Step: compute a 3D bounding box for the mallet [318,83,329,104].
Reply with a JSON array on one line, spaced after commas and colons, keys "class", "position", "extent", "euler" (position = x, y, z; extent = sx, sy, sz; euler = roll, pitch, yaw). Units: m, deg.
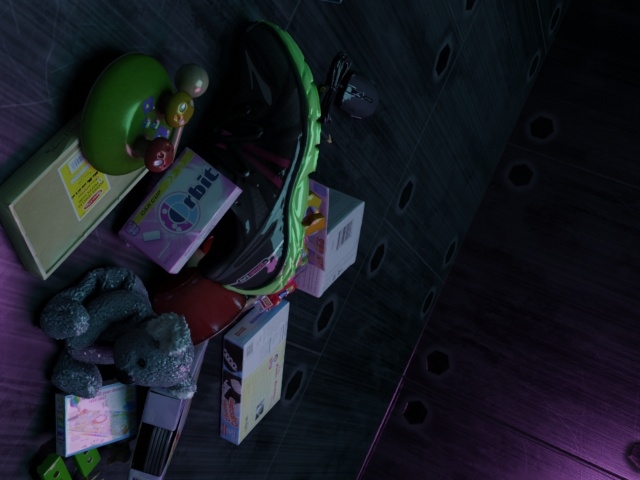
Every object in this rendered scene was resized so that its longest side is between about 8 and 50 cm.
[{"class": "mallet", "position": [-0.034, -0.254, 1.952], "extent": [0.039, 0.062, 0.189], "euler": [78, 25, -57]}]

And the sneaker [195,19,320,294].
[{"class": "sneaker", "position": [-0.123, -0.142, 1.614], "extent": [0.202, 0.185, 0.482], "euler": [2, 94, -26]}]

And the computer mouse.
[{"class": "computer mouse", "position": [0.069, -0.295, 2.109], "extent": [0.184, 0.060, 0.262], "euler": [-67, 158, -3]}]

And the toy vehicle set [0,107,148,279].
[{"class": "toy vehicle set", "position": [-0.349, -0.089, 1.356], "extent": [0.267, 0.035, 0.166], "euler": [-53, 155, -32]}]

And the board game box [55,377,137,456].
[{"class": "board game box", "position": [-0.376, 0.295, 1.580], "extent": [0.154, 0.026, 0.103], "euler": [-7, 100, -53]}]

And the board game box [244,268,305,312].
[{"class": "board game box", "position": [-0.094, 0.122, 2.050], "extent": [0.169, 0.033, 0.133], "euler": [-33, 175, -8]}]

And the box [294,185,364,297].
[{"class": "box", "position": [0.000, 0.000, 2.157], "extent": [0.181, 0.119, 0.181], "euler": [-42, 148, -48]}]

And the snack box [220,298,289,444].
[{"class": "snack box", "position": [-0.155, 0.300, 2.171], "extent": [0.187, 0.060, 0.321], "euler": [-42, 148, -46]}]

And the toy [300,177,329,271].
[{"class": "toy", "position": [-0.052, -0.036, 1.981], "extent": [0.056, 0.137, 0.237], "euler": [-43, 148, -34]}]

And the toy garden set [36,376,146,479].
[{"class": "toy garden set", "position": [-0.403, 0.368, 1.669], "extent": [0.244, 0.049, 0.203], "euler": [-52, 151, -36]}]

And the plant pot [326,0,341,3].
[{"class": "plant pot", "position": [-0.006, -0.548, 1.549], "extent": [0.165, 0.166, 0.234], "euler": [75, 36, -58]}]

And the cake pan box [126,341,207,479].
[{"class": "cake pan box", "position": [-0.282, 0.311, 1.724], "extent": [0.267, 0.070, 0.245], "euler": [-77, -178, -66]}]

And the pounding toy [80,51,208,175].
[{"class": "pounding toy", "position": [-0.229, -0.169, 1.358], "extent": [0.237, 0.110, 0.182], "euler": [-19, 129, -62]}]

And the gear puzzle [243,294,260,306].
[{"class": "gear puzzle", "position": [-0.144, 0.101, 1.935], "extent": [0.175, 0.044, 0.339], "euler": [-36, 180, 27]}]

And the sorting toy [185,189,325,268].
[{"class": "sorting toy", "position": [-0.120, -0.015, 1.797], "extent": [0.307, 0.041, 0.229], "euler": [-26, 140, -21]}]

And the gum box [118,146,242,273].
[{"class": "gum box", "position": [-0.229, -0.043, 1.523], "extent": [0.188, 0.107, 0.062], "euler": [-52, 175, -1]}]

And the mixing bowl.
[{"class": "mixing bowl", "position": [-0.235, 0.110, 1.688], "extent": [0.181, 0.181, 0.098], "euler": [-46, 114, -43]}]

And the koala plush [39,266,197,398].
[{"class": "koala plush", "position": [-0.291, 0.158, 1.485], "extent": [0.203, 0.221, 0.196], "euler": [-48, 151, -41]}]
